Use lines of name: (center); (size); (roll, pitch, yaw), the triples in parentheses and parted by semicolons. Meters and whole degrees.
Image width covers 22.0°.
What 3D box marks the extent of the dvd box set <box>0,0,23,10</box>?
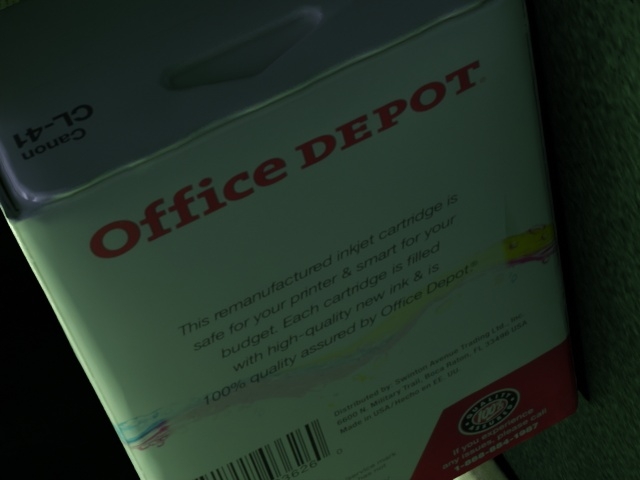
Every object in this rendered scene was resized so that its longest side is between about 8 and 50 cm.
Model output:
dvd box set: (-0.162, -0.182, 0.815); (0.420, 0.062, 0.308); (-39, -55, -72)

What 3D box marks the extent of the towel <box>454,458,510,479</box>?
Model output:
towel: (0.162, 0.299, 1.242); (0.332, 0.053, 0.317); (56, 169, 42)

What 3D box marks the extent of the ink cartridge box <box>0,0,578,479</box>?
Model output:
ink cartridge box: (-0.012, 0.005, 0.774); (0.131, 0.226, 0.306); (56, 168, 42)
